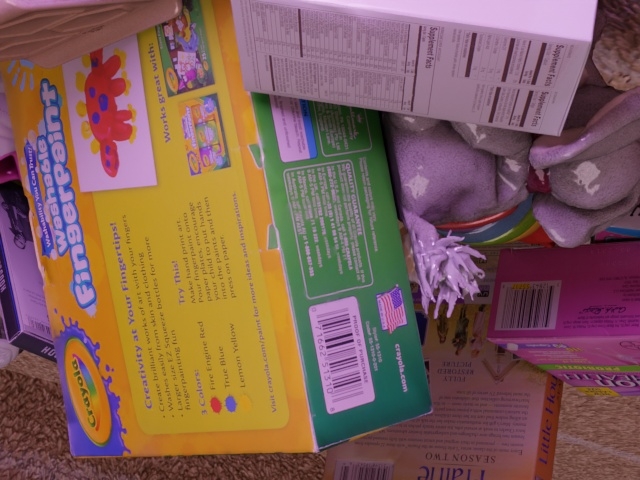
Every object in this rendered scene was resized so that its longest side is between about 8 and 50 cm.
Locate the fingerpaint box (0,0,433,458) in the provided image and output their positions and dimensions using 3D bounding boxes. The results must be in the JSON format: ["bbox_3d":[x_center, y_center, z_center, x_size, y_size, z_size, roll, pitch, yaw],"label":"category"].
[{"bbox_3d":[-0.110,-0.029,1.562,0.163,0.444,0.371,-12,-179,-43],"label":"fingerpaint box"}]

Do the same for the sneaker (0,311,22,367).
[{"bbox_3d":[-0.349,0.006,1.937,0.137,0.210,0.366,51,162,21],"label":"sneaker"}]

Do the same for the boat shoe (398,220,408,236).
[{"bbox_3d":[-0.027,-0.067,2.032,0.285,0.104,0.089,5,121,4],"label":"boat shoe"}]

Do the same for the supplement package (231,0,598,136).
[{"bbox_3d":[0.080,-0.221,1.282,0.263,0.199,0.198,9,163,4],"label":"supplement package"}]

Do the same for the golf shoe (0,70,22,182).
[{"bbox_3d":[-0.384,-0.115,1.632,0.115,0.140,0.306,3,-176,37],"label":"golf shoe"}]

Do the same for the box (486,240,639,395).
[{"bbox_3d":[0.355,0.098,1.960,0.214,0.117,0.243,-4,158,39],"label":"box"}]

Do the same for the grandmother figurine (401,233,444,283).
[{"bbox_3d":[0.000,0.000,2.165,0.342,0.104,0.208,6,153,17],"label":"grandmother figurine"}]

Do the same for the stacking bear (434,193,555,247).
[{"bbox_3d":[0.196,-0.066,1.790,0.164,0.175,0.289,-19,160,29],"label":"stacking bear"}]

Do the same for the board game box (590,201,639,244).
[{"bbox_3d":[0.433,0.000,1.961,0.224,0.097,0.303,7,161,9],"label":"board game box"}]

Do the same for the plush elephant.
[{"bbox_3d":[0.184,-0.112,1.495,0.255,0.330,0.272,-11,162,-5],"label":"plush elephant"}]

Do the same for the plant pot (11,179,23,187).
[{"bbox_3d":[-0.498,-0.038,2.139,0.254,0.276,0.276,-13,154,27],"label":"plant pot"}]

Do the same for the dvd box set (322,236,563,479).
[{"bbox_3d":[0.166,0.180,2.133,0.308,0.420,0.062,-3,159,33],"label":"dvd box set"}]

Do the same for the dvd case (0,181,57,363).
[{"bbox_3d":[-0.275,0.044,1.764,0.029,0.238,0.179,-41,135,22],"label":"dvd case"}]

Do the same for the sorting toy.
[{"bbox_3d":[-0.249,-0.182,1.387,0.193,0.038,0.208,-16,176,38],"label":"sorting toy"}]
